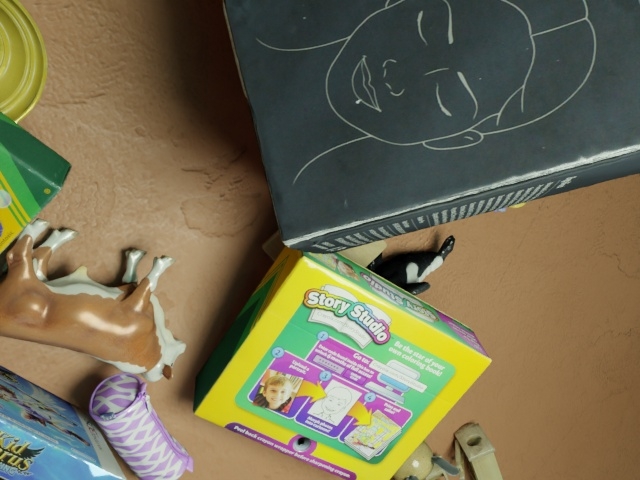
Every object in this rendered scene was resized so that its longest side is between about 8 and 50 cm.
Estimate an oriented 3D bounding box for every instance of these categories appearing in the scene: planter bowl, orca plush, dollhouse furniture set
[{"bbox_3d":[-0.453,-0.238,0.784,0.217,0.090,0.217,-4,99,-29],"label":"planter bowl"},{"bbox_3d":[0.138,0.047,1.143,0.287,0.151,0.102,-29,97,-27],"label":"orca plush"},{"bbox_3d":[0.303,0.512,1.339,0.161,0.101,0.182,-22,109,0],"label":"dollhouse furniture set"}]

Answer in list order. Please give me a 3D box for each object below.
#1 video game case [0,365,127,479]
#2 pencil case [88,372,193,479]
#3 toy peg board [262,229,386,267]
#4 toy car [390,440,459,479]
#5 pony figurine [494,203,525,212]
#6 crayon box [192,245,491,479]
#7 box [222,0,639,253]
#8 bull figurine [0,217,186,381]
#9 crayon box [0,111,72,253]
[{"bbox_3d":[-0.394,0.220,0.787,0.269,0.244,0.061,41,74,-28],"label":"video game case"},{"bbox_3d":[-0.264,0.283,0.932,0.088,0.086,0.206,-14,129,1],"label":"pencil case"},{"bbox_3d":[0.000,0.000,1.098,0.160,0.079,0.161,-43,115,-1],"label":"toy peg board"},{"bbox_3d":[0.167,0.420,1.170,0.155,0.188,0.149,-28,109,-24],"label":"toy car"},{"bbox_3d":[0.305,-0.230,1.148,0.351,0.303,0.363,-33,126,-31],"label":"pony figurine"},{"bbox_3d":[0.032,0.207,1.012,0.363,0.106,0.313,30,106,-19],"label":"crayon box"},{"bbox_3d":[0.151,-0.269,0.796,0.472,0.297,0.479,-15,85,11],"label":"box"},{"bbox_3d":[-0.317,0.093,0.902,0.310,0.101,0.188,20,82,-33],"label":"bull figurine"},{"bbox_3d":[-0.495,-0.107,0.732,0.203,0.083,0.323,-42,118,14],"label":"crayon box"}]
